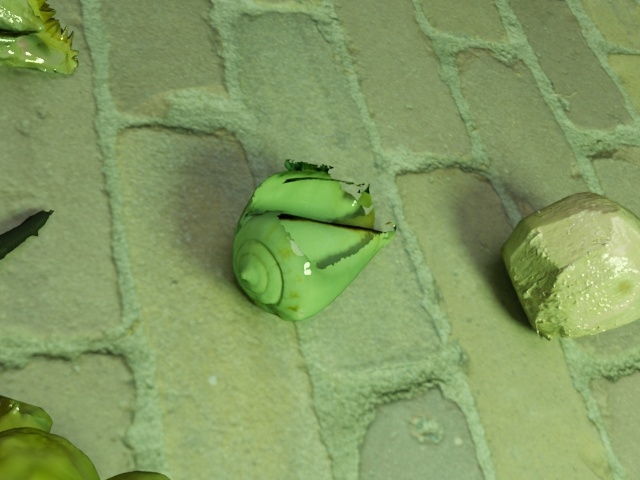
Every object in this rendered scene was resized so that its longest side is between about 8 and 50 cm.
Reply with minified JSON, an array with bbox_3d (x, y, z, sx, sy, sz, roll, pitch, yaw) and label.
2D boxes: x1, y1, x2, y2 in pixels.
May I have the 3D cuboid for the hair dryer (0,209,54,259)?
[{"bbox_3d":[-0.374,0.006,0.613,0.120,0.303,0.359,0,22,25],"label":"hair dryer"}]

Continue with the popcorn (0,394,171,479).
[{"bbox_3d":[-0.245,0.255,0.455,0.275,0.279,0.335,2,70,0],"label":"popcorn"}]

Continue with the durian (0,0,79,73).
[{"bbox_3d":[-0.418,-0.256,0.783,0.306,0.172,0.166,-1,84,-33],"label":"durian"}]

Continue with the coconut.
[{"bbox_3d":[0.337,0.027,0.903,0.194,0.194,0.194,11,56,-17],"label":"coconut"}]

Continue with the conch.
[{"bbox_3d":[-0.006,-0.014,0.805,0.143,0.137,0.250,41,53,6],"label":"conch"}]
